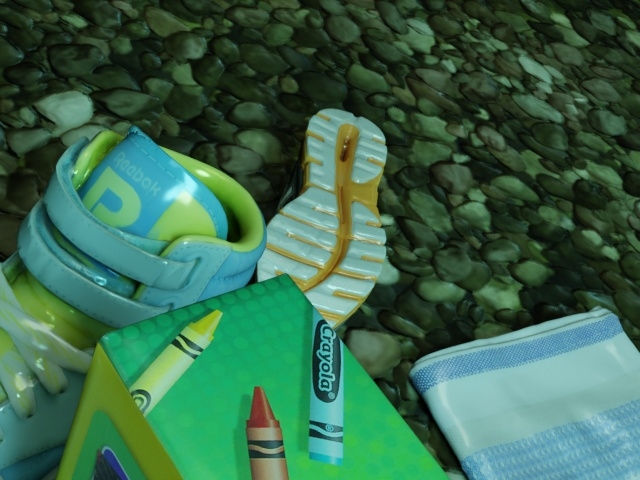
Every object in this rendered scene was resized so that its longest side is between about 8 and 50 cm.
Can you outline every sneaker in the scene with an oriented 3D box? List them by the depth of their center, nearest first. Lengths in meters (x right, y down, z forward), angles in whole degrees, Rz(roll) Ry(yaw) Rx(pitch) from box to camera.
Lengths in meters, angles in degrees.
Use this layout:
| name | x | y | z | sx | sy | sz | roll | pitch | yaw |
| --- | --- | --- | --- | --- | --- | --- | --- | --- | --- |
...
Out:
| name | x | y | z | sx | sy | sz | roll | pitch | yaw |
| --- | --- | --- | --- | --- | --- | --- | --- | --- | --- |
| sneaker | -0.154 | 0.047 | 0.524 | 0.127 | 0.208 | 0.319 | 41 | 43 | 14 |
| sneaker | 0.000 | 0.000 | 0.756 | 0.084 | 0.083 | 0.214 | 23 | 45 | -4 |

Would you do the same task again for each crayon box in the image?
| name | x | y | z | sx | sy | sz | roll | pitch | yaw |
| --- | --- | --- | --- | --- | --- | --- | --- | --- | --- |
| crayon box | -0.038 | 0.169 | 0.400 | 0.081 | 0.278 | 0.165 | -17 | 56 | -38 |

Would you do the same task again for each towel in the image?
| name | x | y | z | sx | sy | sz | roll | pitch | yaw |
| --- | --- | --- | --- | --- | --- | --- | --- | --- | --- |
| towel | 0.207 | 0.170 | 0.716 | 0.209 | 0.034 | 0.285 | -9 | 52 | -33 |
